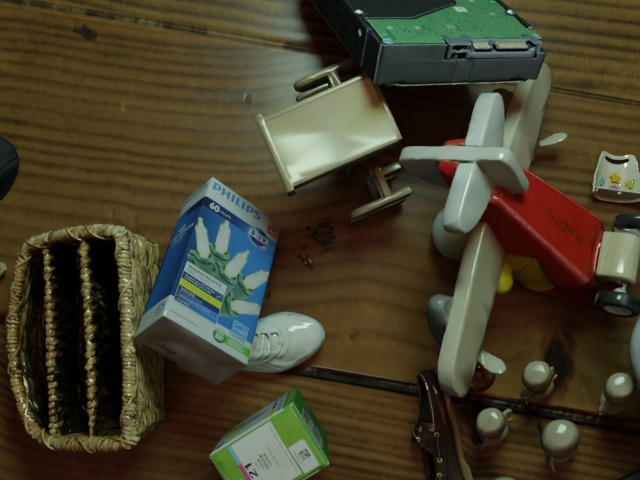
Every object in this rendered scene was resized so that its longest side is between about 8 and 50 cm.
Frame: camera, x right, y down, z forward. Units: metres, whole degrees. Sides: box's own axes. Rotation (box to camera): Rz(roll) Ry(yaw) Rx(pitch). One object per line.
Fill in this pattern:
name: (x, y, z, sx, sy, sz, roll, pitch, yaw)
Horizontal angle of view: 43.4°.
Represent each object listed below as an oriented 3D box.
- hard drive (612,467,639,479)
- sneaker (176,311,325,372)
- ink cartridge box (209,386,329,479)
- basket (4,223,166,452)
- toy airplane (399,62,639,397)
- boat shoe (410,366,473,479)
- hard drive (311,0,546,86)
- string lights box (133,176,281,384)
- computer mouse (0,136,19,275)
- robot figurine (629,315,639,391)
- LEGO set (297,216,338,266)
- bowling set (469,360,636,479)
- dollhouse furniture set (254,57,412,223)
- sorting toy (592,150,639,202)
hard drive: (0.517, 0.375, 1.195, 0.135, 0.022, 0.094, -23, 85, -2)
sneaker: (-0.108, 0.156, 1.167, 0.232, 0.115, 0.090, -9, 85, -1)
ink cartridge box: (-0.119, 0.320, 1.116, 0.255, 0.189, 0.097, -31, 87, -2)
basket: (-0.340, 0.134, 1.117, 0.214, 0.223, 0.299, -3, 86, 0)
toy airplane: (0.241, -0.026, 1.107, 0.386, 0.272, 0.384, -24, 100, -34)
boat shoe: (0.169, 0.293, 1.177, 0.073, 0.073, 0.206, -14, 85, -3)
hard drive: (0.125, -0.317, 1.105, 0.237, 0.339, 0.064, -6, 130, -19)
string lights box: (-0.147, 0.050, 1.103, 0.133, 0.077, 0.259, 35, 41, -24)
computer mouse: (-0.533, -0.026, 1.211, 0.184, 0.060, 0.262, 41, 86, 4)
robot figurine: (0.529, 0.189, 1.061, 0.200, 0.353, 0.299, -6, 45, 32)
LEGO set: (-0.003, -0.001, 1.232, 0.083, 0.023, 0.054, -40, 84, 10)
bowling set: (0.299, 0.244, 1.166, 0.287, 0.154, 0.200, -39, 62, -1)
dollhouse furniture set: (0.012, -0.131, 1.129, 0.161, 0.242, 0.212, -24, 85, -1)
sorting toy: (0.453, -0.099, 1.230, 0.083, 0.045, 0.075, 8, 78, 1)
